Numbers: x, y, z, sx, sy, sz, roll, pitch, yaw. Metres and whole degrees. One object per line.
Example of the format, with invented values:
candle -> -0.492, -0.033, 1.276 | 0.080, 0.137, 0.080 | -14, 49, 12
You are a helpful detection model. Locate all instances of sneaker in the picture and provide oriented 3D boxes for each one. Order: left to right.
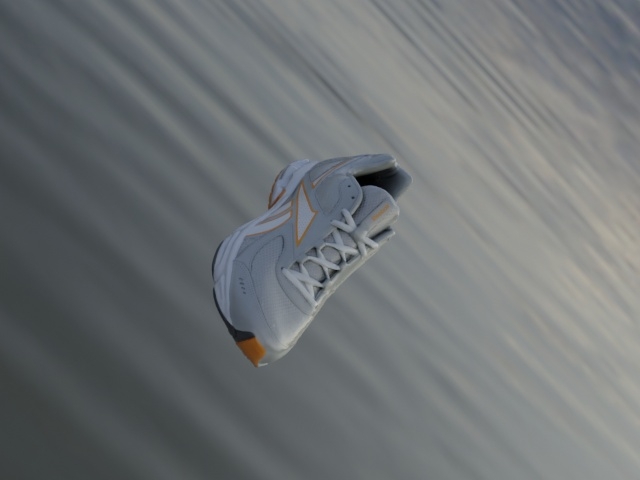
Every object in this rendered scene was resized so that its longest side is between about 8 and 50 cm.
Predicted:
sneaker -> 0.000, 0.000, 1.299 | 0.099, 0.121, 0.262 | 57, 34, -25
